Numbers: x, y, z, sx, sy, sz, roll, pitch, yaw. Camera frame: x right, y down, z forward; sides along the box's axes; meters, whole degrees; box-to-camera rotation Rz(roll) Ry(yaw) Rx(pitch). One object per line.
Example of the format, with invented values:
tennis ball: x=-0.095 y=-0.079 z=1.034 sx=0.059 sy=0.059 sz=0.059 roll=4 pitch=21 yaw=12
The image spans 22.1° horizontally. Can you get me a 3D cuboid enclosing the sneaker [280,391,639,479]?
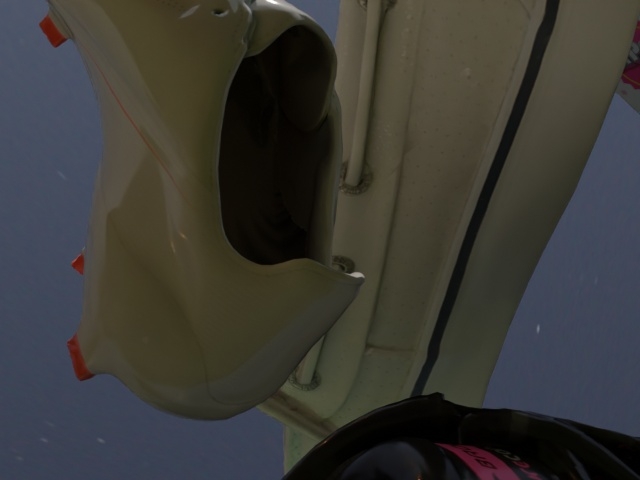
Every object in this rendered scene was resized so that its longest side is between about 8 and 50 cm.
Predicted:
sneaker: x=0.092 y=0.142 z=0.530 sx=0.483 sy=0.202 sz=0.185 roll=-24 pitch=-141 yaw=-19

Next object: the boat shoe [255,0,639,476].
boat shoe: x=-0.001 y=0.005 z=0.657 sx=0.156 sy=0.367 sz=0.136 roll=14 pitch=-136 yaw=-3

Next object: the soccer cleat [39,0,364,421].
soccer cleat: x=-0.031 y=-0.050 z=0.404 sx=0.076 sy=0.068 sz=0.196 roll=-33 pitch=-125 yaw=33

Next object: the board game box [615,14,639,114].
board game box: x=0.252 y=-0.176 z=0.978 sx=0.303 sy=0.097 sz=0.224 roll=38 pitch=-117 yaw=-14
